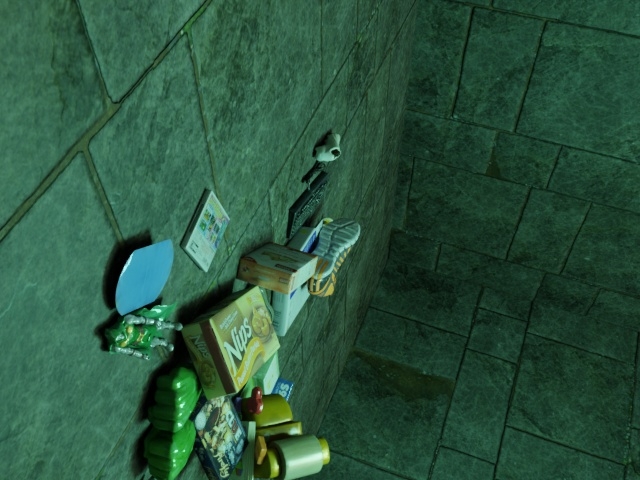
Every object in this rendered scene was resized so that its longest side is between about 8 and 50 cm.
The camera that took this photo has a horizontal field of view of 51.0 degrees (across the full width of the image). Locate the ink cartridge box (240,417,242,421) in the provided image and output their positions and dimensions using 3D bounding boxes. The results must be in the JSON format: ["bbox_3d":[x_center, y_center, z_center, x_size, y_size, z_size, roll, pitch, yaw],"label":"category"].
[{"bbox_3d":[-0.270,0.705,2.215,0.225,0.056,0.181,-60,162,-24],"label":"ink cartridge box"}]

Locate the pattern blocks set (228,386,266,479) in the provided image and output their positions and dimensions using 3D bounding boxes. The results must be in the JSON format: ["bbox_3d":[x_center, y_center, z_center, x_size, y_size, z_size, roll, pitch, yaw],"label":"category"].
[{"bbox_3d":[-0.238,0.622,1.987,0.285,0.026,0.325,-41,-135,46],"label":"pattern blocks set"}]

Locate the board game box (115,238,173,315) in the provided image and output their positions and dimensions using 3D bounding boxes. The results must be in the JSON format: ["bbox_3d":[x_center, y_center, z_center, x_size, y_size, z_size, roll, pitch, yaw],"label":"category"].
[{"bbox_3d":[-0.339,0.062,1.253,0.168,0.033,0.133,-27,137,-65],"label":"board game box"}]

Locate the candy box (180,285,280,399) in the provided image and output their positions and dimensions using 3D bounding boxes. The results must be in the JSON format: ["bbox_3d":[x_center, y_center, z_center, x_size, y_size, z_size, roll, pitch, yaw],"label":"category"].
[{"bbox_3d":[-0.213,0.243,1.665,0.183,0.087,0.316,70,19,-5],"label":"candy box"}]

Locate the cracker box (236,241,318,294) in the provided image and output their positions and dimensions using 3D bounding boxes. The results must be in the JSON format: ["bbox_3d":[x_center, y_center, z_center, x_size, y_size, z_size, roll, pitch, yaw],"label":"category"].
[{"bbox_3d":[-0.117,0.074,1.890,0.232,0.156,0.067,-36,140,-69],"label":"cracker box"}]

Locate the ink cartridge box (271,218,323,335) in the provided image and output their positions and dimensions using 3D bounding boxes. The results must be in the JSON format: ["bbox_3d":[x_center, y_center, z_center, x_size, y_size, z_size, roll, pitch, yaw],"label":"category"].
[{"bbox_3d":[-0.081,0.117,2.287,0.307,0.072,0.303,-59,160,-54],"label":"ink cartridge box"}]

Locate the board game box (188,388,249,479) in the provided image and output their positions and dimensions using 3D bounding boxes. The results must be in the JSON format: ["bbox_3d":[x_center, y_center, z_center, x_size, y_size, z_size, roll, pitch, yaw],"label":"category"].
[{"bbox_3d":[-0.280,0.519,1.815,0.165,0.042,0.243,-57,136,-52],"label":"board game box"}]

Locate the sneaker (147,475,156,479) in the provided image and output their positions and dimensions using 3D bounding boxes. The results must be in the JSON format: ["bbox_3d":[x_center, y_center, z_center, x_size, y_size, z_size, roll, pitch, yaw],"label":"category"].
[{"bbox_3d":[-0.397,0.663,1.627,0.095,0.090,0.235,-74,172,-45],"label":"sneaker"}]

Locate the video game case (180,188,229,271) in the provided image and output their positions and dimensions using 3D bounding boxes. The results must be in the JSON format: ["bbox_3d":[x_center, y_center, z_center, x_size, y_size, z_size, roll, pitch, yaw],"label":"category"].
[{"bbox_3d":[-0.257,-0.020,1.512,0.157,0.019,0.143,71,37,-66],"label":"video game case"}]

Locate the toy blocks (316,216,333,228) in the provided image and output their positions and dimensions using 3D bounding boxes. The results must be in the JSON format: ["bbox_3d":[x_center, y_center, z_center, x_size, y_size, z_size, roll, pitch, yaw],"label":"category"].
[{"bbox_3d":[0.000,0.000,2.495,0.148,0.054,0.123,-56,158,-51],"label":"toy blocks"}]

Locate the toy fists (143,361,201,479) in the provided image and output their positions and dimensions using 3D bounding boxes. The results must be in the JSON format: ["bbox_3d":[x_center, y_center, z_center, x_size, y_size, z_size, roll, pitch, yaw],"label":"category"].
[{"bbox_3d":[-0.342,0.420,1.534,0.142,0.096,0.279,-73,174,-73],"label":"toy fists"}]

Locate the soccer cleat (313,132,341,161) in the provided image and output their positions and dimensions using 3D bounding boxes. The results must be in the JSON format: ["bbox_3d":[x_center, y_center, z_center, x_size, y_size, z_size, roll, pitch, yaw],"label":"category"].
[{"bbox_3d":[0.039,-0.306,2.239,0.196,0.076,0.068,-53,155,-57],"label":"soccer cleat"}]

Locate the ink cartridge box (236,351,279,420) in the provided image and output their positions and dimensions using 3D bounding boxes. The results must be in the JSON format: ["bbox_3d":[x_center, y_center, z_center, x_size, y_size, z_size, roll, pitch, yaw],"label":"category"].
[{"bbox_3d":[-0.209,0.499,2.250,0.171,0.056,0.235,91,18,-50],"label":"ink cartridge box"}]

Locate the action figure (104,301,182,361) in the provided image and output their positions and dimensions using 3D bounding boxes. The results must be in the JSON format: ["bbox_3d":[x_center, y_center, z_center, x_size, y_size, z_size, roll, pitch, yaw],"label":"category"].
[{"bbox_3d":[-0.349,0.183,1.302,0.232,0.063,0.137,24,86,-73],"label":"action figure"}]

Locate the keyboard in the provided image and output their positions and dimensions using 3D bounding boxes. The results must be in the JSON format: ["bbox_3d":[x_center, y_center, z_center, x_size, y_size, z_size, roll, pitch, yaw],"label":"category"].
[{"bbox_3d":[-0.035,-0.151,2.230,0.317,0.033,0.201,-56,158,-54],"label":"keyboard"}]

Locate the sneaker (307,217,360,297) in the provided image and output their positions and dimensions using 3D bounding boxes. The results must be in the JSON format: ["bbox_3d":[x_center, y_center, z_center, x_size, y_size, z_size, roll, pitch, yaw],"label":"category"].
[{"bbox_3d":[0.031,0.067,2.342,0.321,0.124,0.180,-50,158,-38],"label":"sneaker"}]

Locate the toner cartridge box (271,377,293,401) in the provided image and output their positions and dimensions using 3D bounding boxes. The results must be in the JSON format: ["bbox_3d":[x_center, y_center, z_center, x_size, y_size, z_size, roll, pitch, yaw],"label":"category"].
[{"bbox_3d":[-0.191,0.671,2.413,0.165,0.075,0.348,100,10,-73],"label":"toner cartridge box"}]

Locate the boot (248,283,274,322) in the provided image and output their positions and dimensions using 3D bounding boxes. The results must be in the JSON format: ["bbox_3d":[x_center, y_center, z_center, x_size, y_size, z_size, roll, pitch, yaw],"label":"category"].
[{"bbox_3d":[-0.208,0.247,1.905,0.189,0.076,0.208,73,26,-42],"label":"boot"}]

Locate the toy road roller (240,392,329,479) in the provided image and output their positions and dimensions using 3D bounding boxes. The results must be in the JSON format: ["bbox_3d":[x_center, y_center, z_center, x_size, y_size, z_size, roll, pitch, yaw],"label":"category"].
[{"bbox_3d":[-0.142,0.593,2.047,0.329,0.202,0.240,-22,-106,54],"label":"toy road roller"}]
